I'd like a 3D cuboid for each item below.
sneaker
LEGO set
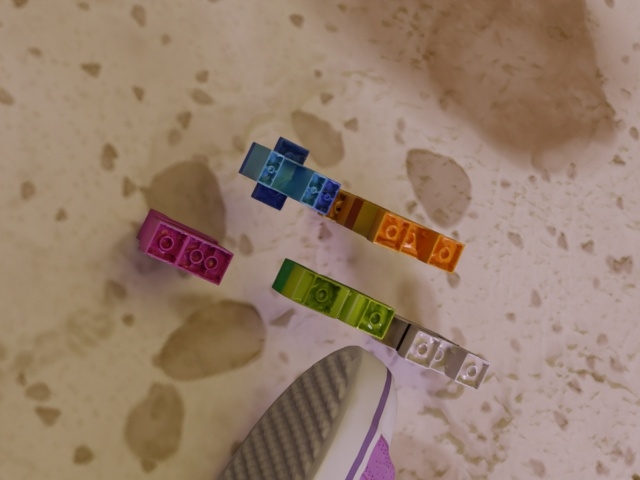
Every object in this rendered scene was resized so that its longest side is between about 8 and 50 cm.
[{"bbox_3d":[0.007,0.206,0.819,0.161,0.102,0.282,31,69,-23],"label":"sneaker"},{"bbox_3d":[0.000,0.000,0.901,0.227,0.093,0.087,25,92,-28],"label":"LEGO set"}]
